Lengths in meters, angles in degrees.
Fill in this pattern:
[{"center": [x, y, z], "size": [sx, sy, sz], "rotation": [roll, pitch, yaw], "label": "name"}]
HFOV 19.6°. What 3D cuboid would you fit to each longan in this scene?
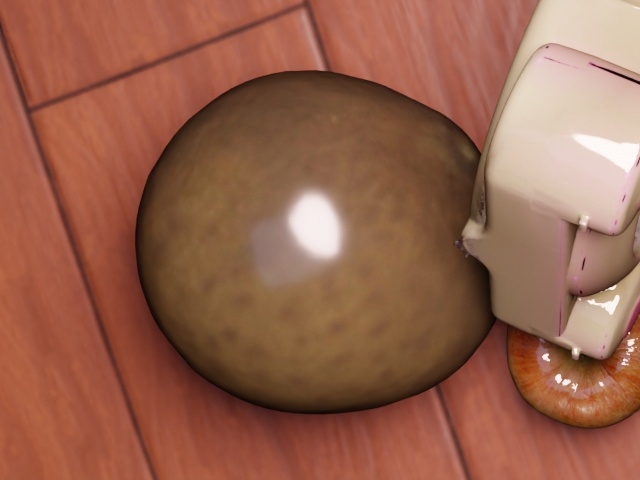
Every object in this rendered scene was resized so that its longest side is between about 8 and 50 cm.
[{"center": [0.000, 0.000, 1.306], "size": [0.258, 0.258, 0.258], "rotation": [2, 96, 17], "label": "longan"}]

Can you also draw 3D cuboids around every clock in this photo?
[{"center": [0.199, -0.104, 1.184], "size": [0.114, 0.284, 0.309], "rotation": [22, 70, 17], "label": "clock"}]

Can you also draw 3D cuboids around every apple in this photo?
[{"center": [0.193, 0.070, 1.327], "size": [0.126, 0.102, 0.126], "rotation": [2, 99, 12], "label": "apple"}]
